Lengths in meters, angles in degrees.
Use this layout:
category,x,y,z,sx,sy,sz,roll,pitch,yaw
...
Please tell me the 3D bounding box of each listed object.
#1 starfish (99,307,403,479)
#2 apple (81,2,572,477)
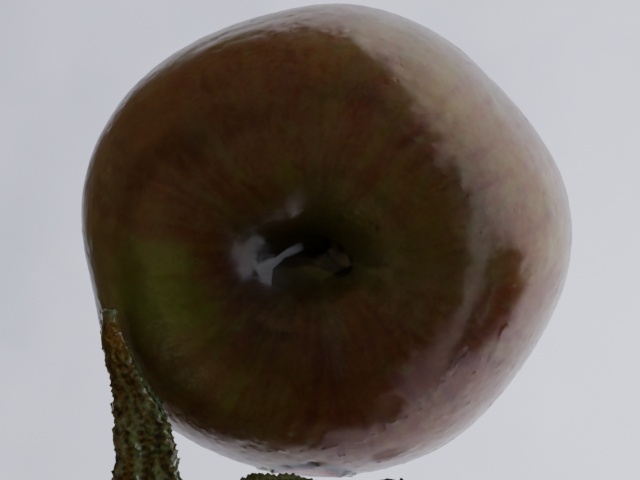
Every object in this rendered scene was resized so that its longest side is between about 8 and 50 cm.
category,x,y,z,sx,sy,sz,roll,pitch,yaw
starfish,-0.115,0.254,1.327,0.347,0.078,0.358,25,-64,8
apple,0.000,0.000,1.421,0.333,0.400,0.400,-62,159,-84
